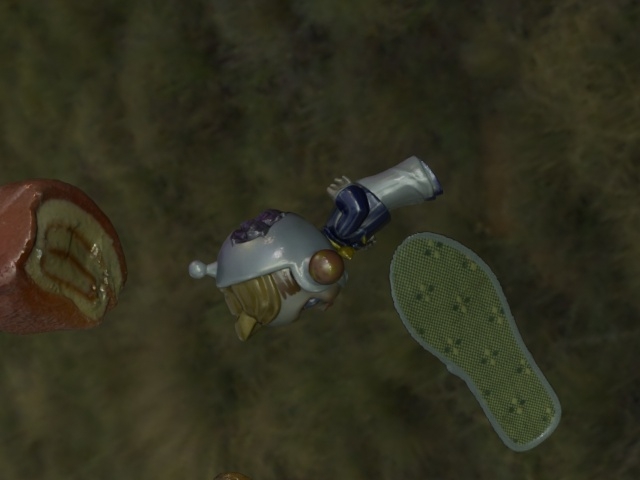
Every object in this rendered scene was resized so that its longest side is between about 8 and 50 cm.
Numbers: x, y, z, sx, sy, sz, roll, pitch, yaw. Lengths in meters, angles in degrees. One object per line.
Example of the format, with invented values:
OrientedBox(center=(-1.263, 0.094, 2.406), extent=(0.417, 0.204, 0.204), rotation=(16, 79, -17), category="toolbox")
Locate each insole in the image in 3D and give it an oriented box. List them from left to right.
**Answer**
OrientedBox(center=(0.166, 0.109, 1.571), extent=(0.322, 0.109, 0.007), rotation=(55, 176, -31), category="insole")

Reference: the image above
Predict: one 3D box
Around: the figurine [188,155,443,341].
OrientedBox(center=(0.004, -0.002, 1.645), extent=(0.133, 0.274, 0.194), rotation=(55, -168, -3), category="figurine")

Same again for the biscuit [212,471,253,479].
OrientedBox(center=(-0.003, 0.254, 1.344), extent=(0.138, 0.205, 0.031), rotation=(107, 169, -55), category="biscuit")

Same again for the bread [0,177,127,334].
OrientedBox(center=(-0.352, 0.028, 1.912), extent=(0.123, 0.190, 0.244), rotation=(-2, 159, 30), category="bread")
